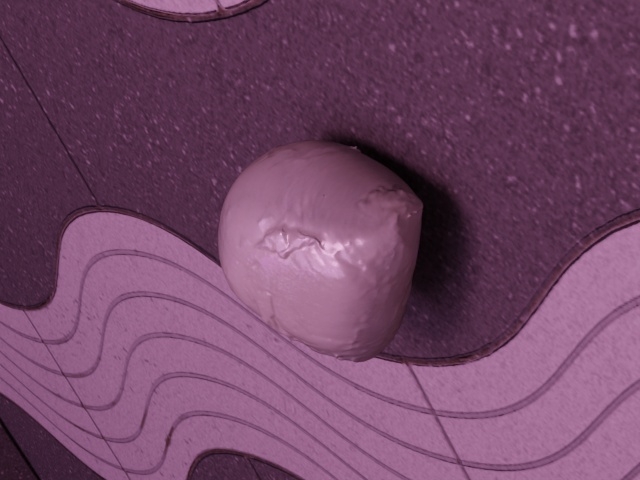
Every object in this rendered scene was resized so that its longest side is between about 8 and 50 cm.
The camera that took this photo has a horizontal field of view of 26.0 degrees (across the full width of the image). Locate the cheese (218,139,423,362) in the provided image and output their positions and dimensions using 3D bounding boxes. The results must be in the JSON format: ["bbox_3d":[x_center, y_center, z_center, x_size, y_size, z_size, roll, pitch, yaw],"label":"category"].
[{"bbox_3d":[0.000,0.000,1.241,0.189,0.154,0.198,23,140,12],"label":"cheese"}]
